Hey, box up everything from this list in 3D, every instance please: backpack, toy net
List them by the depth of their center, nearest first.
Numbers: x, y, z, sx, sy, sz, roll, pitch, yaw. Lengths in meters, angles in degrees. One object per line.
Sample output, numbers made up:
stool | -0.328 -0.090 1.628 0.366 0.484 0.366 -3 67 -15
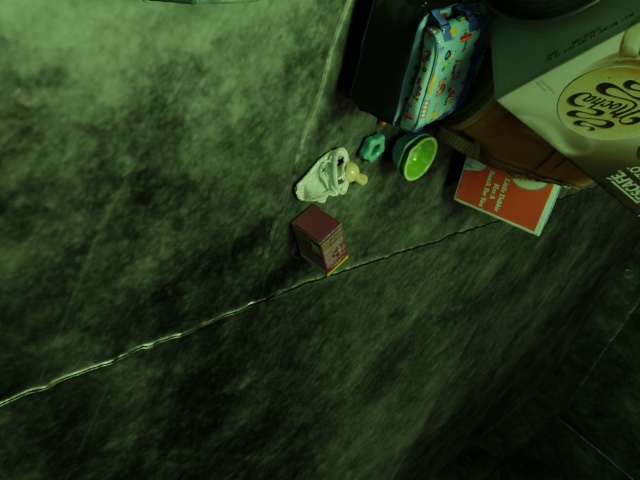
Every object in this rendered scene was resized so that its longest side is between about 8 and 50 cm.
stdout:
backpack | 0.128 -0.219 0.822 0.173 0.117 0.158 -28 145 -40
toy net | 0.067 -0.110 0.933 0.232 0.045 0.122 -29 145 -34

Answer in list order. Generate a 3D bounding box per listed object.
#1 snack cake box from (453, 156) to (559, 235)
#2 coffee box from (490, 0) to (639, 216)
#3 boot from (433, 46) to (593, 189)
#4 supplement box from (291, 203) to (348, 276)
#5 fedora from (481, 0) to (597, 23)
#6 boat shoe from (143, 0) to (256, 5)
snack cake box | 0.316 -0.154 1.104 0.089 0.152 0.264 -49 157 -43
coffee box | 0.341 -0.158 0.778 0.297 0.118 0.168 28 143 -34
boot | 0.273 -0.136 0.920 0.283 0.220 0.109 106 7 -80
supplement box | 0.000 0.000 0.955 0.043 0.055 0.083 -42 151 -18
fedora | 0.172 -0.325 0.656 0.124 0.275 0.243 -6 107 -21
boat shoe | -0.101 -0.224 0.507 0.320 0.099 0.116 -18 138 -45
